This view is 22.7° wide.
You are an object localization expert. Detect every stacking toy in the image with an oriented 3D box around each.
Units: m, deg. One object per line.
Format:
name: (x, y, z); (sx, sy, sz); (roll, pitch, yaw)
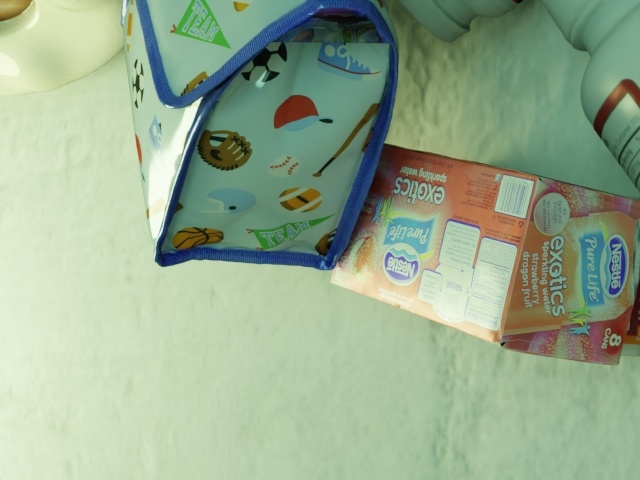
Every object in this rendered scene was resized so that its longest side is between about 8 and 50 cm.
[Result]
stacking toy: (-0.377, -0.434, 1.796); (0.350, 0.350, 0.480); (-17, 61, 22)

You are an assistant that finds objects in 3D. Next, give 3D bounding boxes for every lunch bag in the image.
lunch bag: (-0.062, -0.207, 1.483); (0.385, 0.238, 0.328); (115, 149, -53)

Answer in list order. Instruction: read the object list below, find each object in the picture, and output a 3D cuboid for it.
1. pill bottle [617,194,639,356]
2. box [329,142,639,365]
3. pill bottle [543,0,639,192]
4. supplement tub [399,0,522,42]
pill bottle: (0.274, 0.033, 1.539); (0.086, 0.086, 0.152); (4, 89, 24)
box: (0.152, 0.007, 1.489); (0.300, 0.142, 0.154); (17, 94, 60)
pill bottle: (0.381, -0.105, 1.422); (0.229, 0.229, 0.408); (-38, 73, 18)
supplement tub: (0.180, -0.339, 1.548); (0.272, 0.191, 0.191); (-38, 73, 17)
